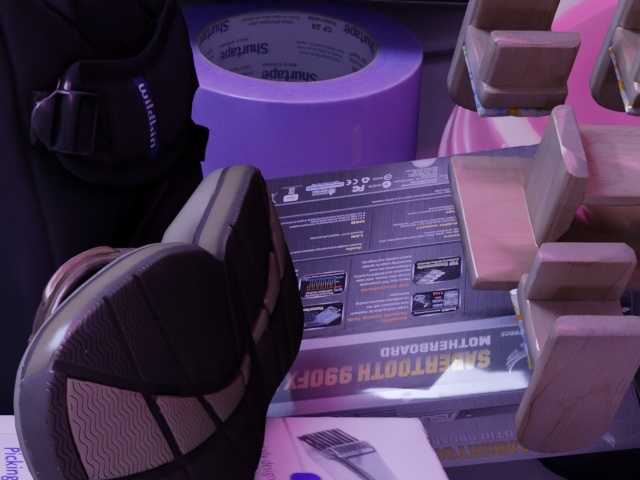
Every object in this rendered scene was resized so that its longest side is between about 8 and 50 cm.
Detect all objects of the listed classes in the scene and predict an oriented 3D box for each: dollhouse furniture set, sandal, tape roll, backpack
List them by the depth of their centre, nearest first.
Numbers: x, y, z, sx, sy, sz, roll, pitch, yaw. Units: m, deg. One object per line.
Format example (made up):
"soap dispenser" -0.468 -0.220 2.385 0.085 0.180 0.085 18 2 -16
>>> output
"sandal" -0.073 0.048 0.851 0.086 0.120 0.303 -8 12 12
"dollhouse furniture set" 0.180 0.006 0.951 0.242 0.161 0.212 0 52 -11
"backpack" -0.171 -0.043 1.072 0.273 0.290 0.355 -3 19 21
"tape roll" -0.024 -0.100 1.378 0.189 0.080 0.189 2 28 -1

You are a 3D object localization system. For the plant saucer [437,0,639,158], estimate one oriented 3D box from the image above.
"plant saucer" 0.233 -0.079 1.253 0.332 0.084 0.332 -9 40 8

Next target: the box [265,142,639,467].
"box" 0.057 0.035 1.053 0.231 0.056 0.183 -8 44 14

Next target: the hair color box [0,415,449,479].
"hair color box" -0.104 0.158 0.833 0.339 0.110 0.185 0 23 -11

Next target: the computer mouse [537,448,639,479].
"computer mouse" 0.237 0.044 1.071 0.262 0.060 0.184 2 62 -1
